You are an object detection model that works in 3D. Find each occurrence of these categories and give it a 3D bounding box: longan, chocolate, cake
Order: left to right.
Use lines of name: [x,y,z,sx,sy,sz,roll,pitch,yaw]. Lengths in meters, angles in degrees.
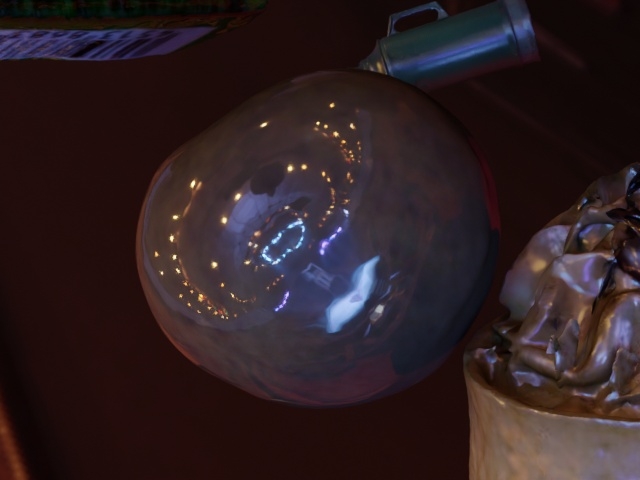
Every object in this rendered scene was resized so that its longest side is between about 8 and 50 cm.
chocolate: [-0.271,-0.341,1.880,0.161,0.360,0.341,-35,66,50]
longan: [0.000,0.000,1.666,0.319,0.319,0.319,-53,13,19]
cake: [0.277,0.075,1.624,0.332,0.332,0.321,-103,9,-73]

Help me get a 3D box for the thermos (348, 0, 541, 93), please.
thermos: [0.119,-0.190,1.910,0.188,0.083,0.073,-17,22,5]
